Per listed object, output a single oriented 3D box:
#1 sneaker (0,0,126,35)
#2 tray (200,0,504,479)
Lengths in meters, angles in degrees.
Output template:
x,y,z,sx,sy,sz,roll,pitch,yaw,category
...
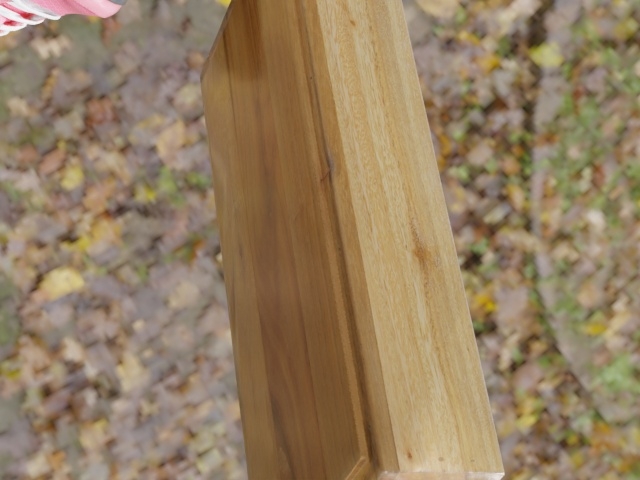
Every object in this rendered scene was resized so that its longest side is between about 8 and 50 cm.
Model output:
x,y,z,sx,sy,sz,roll,pitch,yaw,category
-0.289,-0.221,1.421,0.116,0.313,0.136,26,87,-50,sneaker
0.000,0.000,0.974,0.076,0.411,0.203,3,145,-20,tray
